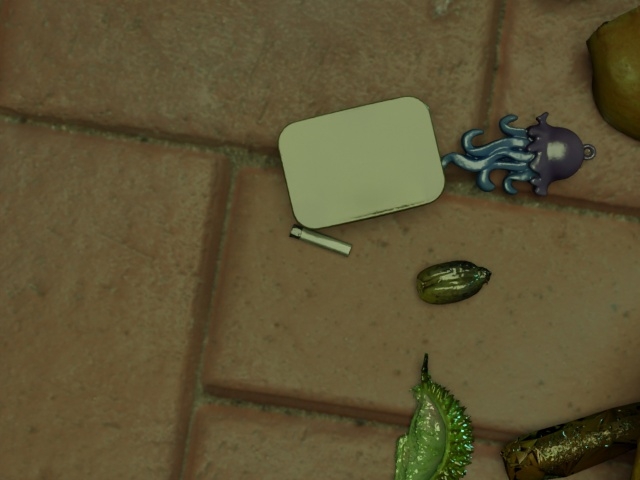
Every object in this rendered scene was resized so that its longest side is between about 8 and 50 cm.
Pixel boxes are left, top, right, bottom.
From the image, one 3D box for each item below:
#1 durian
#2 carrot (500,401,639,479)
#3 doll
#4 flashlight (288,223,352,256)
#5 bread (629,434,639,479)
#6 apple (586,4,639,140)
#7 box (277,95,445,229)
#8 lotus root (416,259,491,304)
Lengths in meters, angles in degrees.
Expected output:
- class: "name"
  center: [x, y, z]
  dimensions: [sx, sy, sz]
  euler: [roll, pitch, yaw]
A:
- class: "durian"
  center: [0.146, 0.258, 1.680]
  dimensions: [0.100, 0.086, 0.215]
  euler: [14, 89, 17]
- class: "carrot"
  center: [0.346, 0.257, 1.677]
  dimensions: [0.229, 0.069, 0.069]
  euler: [-17, 86, -1]
- class: "doll"
  center: [0.256, -0.112, 1.701]
  dimensions: [0.206, 0.067, 0.110]
  euler: [-1, 97, 0]
- class: "flashlight"
  center: [0.000, 0.000, 1.726]
  dimensions: [0.083, 0.018, 0.018]
  euler: [19, 89, 3]
- class: "bread"
  center: [0.564, 0.297, 1.552]
  dimensions: [0.394, 0.250, 0.361]
  euler: [14, 86, -6]
- class: "apple"
  center: [0.515, -0.262, 1.673]
  dimensions: [0.346, 0.254, 0.179]
  euler: [-27, 46, 0]
- class: "box"
  center: [0.053, -0.096, 1.695]
  dimensions: [0.201, 0.090, 0.144]
  euler: [-14, 86, 1]
- class: "lotus root"
  center: [0.174, 0.053, 1.701]
  dimensions: [0.099, 0.049, 0.054]
  euler: [-11, 78, 2]
